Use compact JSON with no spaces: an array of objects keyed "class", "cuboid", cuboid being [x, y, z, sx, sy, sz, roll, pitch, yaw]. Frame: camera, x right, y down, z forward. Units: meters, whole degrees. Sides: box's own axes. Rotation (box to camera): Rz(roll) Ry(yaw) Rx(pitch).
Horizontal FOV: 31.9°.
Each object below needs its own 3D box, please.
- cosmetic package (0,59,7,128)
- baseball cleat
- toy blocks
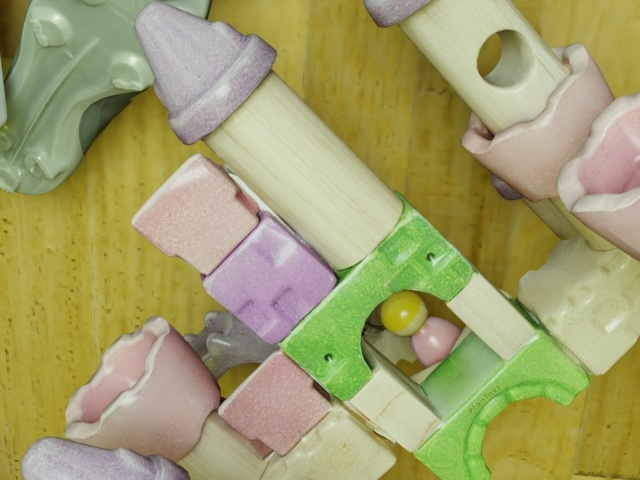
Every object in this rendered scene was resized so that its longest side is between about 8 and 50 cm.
[{"class":"cosmetic package","cuboid":[-0.249,-0.132,0.489,0.151,0.151,0.184,-16,71,13]},{"class":"baseball cleat","cuboid":[-0.108,-0.102,0.549,0.072,0.109,0.206,39,137,-18]},{"class":"toy blocks","cuboid":[0.000,0.000,0.497,0.288,0.309,0.260,-45,108,6]}]
